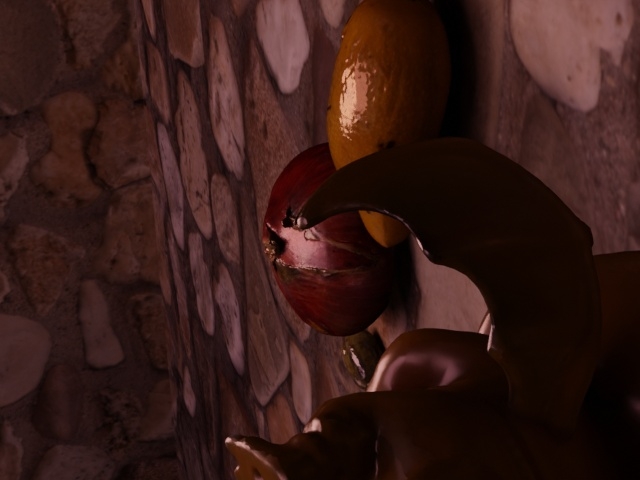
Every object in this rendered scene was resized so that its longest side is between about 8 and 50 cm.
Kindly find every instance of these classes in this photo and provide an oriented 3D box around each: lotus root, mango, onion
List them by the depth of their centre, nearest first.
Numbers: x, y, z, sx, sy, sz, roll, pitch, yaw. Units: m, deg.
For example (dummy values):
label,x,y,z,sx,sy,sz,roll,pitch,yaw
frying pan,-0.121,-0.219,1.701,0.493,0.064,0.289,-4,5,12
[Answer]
label,x,y,z,sx,sy,sz,roll,pitch,yaw
mango,0.065,-0.130,1.533,0.177,0.120,0.294,-88,5,-46
onion,0.009,-0.002,1.827,0.248,0.161,0.248,-177,90,-89
lotus root,0.061,0.162,1.936,0.054,0.049,0.099,116,140,-53

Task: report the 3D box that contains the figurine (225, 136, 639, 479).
label,x,y,z,sx,sy,sz,roll,pitch,yaw
figurine,0.172,0.149,0.852,0.401,0.387,0.268,58,148,25
